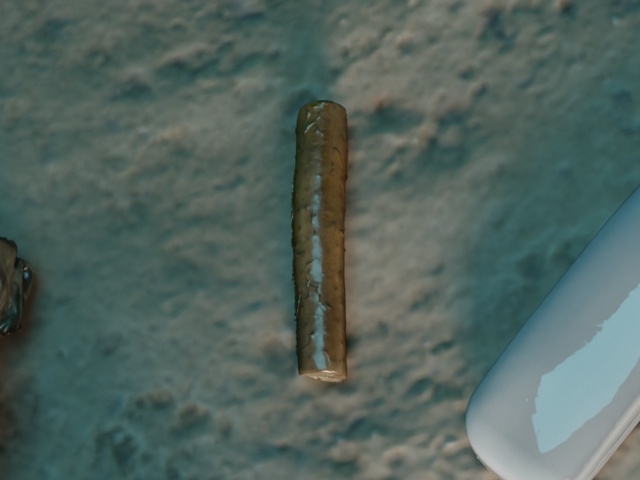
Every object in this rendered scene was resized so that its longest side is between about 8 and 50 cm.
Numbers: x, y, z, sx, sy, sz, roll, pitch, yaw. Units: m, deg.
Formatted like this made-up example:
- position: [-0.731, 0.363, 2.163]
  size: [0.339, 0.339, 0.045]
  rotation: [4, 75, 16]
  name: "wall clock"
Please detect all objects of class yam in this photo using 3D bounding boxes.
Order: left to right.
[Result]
- position: [0.000, 0.000, 0.889]
  size: [0.032, 0.032, 0.145]
  rotation: [-5, 71, 13]
  name: "yam"

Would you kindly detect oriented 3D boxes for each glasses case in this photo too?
- position: [0.140, 0.043, 0.828]
  size: [0.067, 0.045, 0.178]
  rotation: [37, 84, 23]
  name: "glasses case"

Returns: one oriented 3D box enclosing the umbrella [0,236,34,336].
- position: [-0.226, 0.151, 0.858]
  size: [0.113, 0.106, 0.358]
  rotation: [3, 72, 12]
  name: "umbrella"
